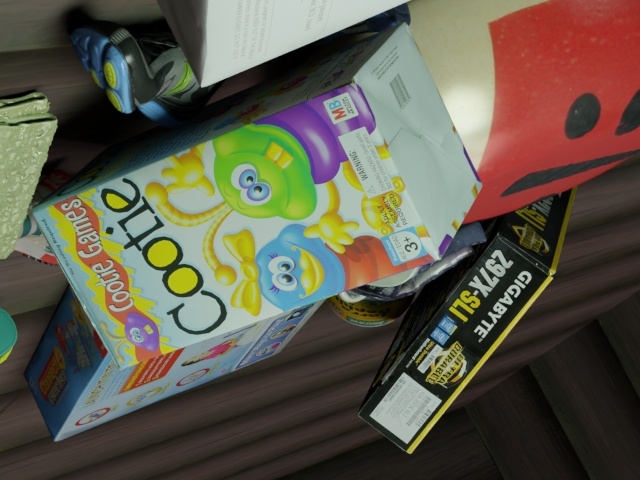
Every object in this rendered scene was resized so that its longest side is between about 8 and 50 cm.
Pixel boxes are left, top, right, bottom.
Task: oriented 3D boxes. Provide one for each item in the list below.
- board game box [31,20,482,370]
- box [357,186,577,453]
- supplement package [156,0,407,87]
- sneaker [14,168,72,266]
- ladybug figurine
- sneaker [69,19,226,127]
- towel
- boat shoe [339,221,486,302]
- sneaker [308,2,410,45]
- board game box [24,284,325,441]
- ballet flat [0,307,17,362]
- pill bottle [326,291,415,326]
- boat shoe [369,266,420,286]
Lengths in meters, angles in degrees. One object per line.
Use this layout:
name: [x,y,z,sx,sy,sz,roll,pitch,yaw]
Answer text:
board game box: [-0.044,-0.031,1.159,0.275,0.142,0.144,-20,-165,26]
box: [0.168,0.057,1.727,0.257,0.079,0.322,-56,179,22]
supplement package: [0.040,-0.229,0.738,0.293,0.178,0.175,-24,165,-12]
sneaker: [-0.232,-0.028,1.231,0.075,0.057,0.161,-53,155,9]
ladybug figurine: [0.166,-0.125,1.375,0.449,0.162,0.305,-17,162,-37]
sneaker: [-0.112,-0.125,1.077,0.078,0.067,0.188,-38,169,10]
towel: [-0.249,-0.039,1.109,0.110,0.027,0.148,-10,136,-38]
boat shoe: [0.000,0.000,1.516,0.340,0.158,0.127,-24,166,-16]
sneaker: [0.011,-0.173,1.152,0.059,0.053,0.144,-31,162,36]
board game box: [-0.141,0.081,1.693,0.302,0.086,0.308,-20,164,-28]
ballet flat: [-0.364,0.120,1.401,0.077,0.077,0.231,-19,-173,33]
pill bottle: [0.058,0.035,1.834,0.117,0.118,0.208,-26,166,-8]
boat shoe: [-0.014,-0.012,1.423,0.081,0.227,0.079,-33,138,-75]
